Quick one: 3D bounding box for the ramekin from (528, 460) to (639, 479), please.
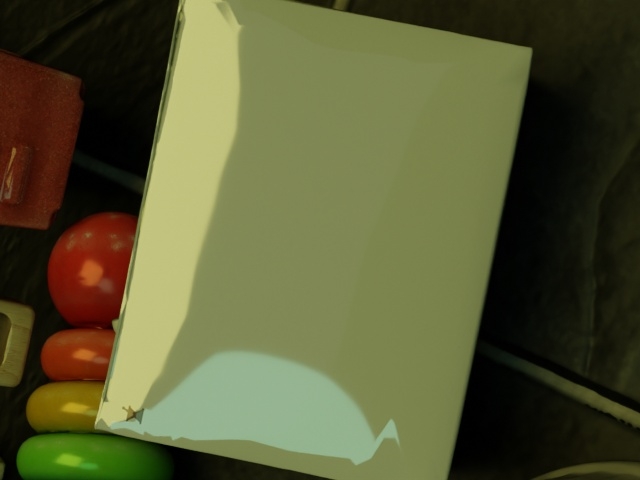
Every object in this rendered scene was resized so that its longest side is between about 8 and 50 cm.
[{"bbox_3d":[0.139,0.260,1.005,0.277,0.135,0.277,-5,81,33],"label":"ramekin"}]

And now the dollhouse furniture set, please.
[{"bbox_3d":[-0.294,0.036,1.266,0.201,0.152,0.374,21,99,66],"label":"dollhouse furniture set"}]

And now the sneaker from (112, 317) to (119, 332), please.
[{"bbox_3d":[-0.058,0.077,1.183,0.152,0.054,0.061,-1,87,-1],"label":"sneaker"}]

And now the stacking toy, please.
[{"bbox_3d":[-0.148,0.142,1.220,0.141,0.141,0.330,-2,78,33],"label":"stacking toy"}]

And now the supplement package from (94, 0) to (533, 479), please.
[{"bbox_3d":[0.000,0.000,1.078,0.204,0.145,0.262,12,91,3],"label":"supplement package"}]
